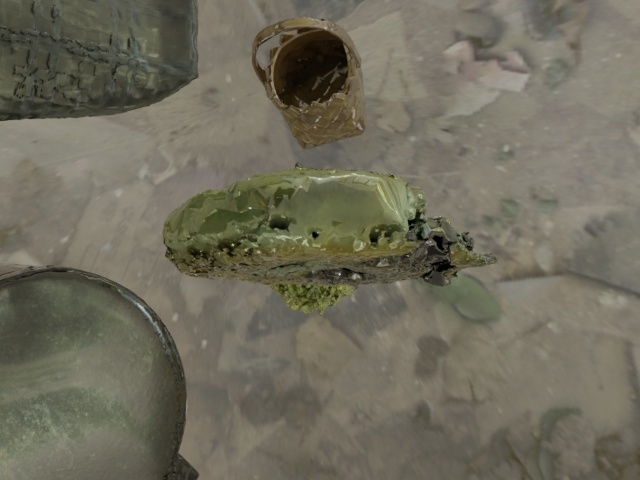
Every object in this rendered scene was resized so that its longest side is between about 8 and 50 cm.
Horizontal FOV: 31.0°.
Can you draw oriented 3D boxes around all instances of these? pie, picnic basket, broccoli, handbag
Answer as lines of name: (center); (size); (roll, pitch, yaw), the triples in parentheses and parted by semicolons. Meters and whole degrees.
pie: (0.000, 0.000, 1.114); (0.296, 0.371, 0.078); (-2, 81, 23)
picnic basket: (-0.014, -0.216, 1.430); (0.128, 0.178, 0.138); (-18, 56, 16)
broccoli: (-0.048, 0.022, 1.821); (0.180, 0.273, 0.242); (-14, 54, -23)
handbag: (-0.165, -0.200, 0.753); (0.175, 0.088, 0.270); (9, 82, -45)

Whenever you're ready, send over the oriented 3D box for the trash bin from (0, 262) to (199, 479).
trash bin: (-0.259, 0.118, 0.893); (0.252, 0.301, 0.203); (38, 70, -29)
